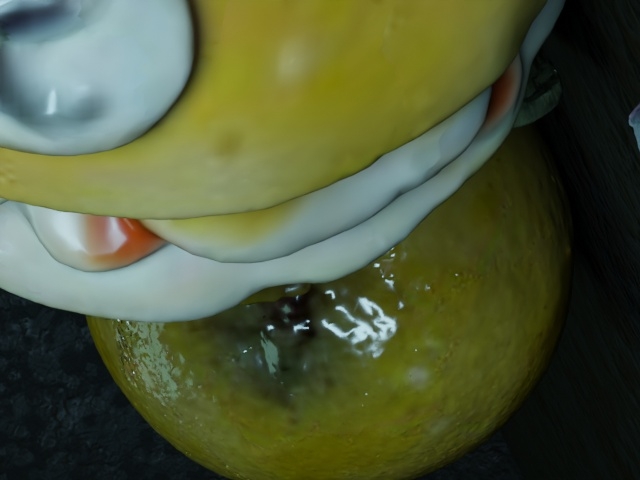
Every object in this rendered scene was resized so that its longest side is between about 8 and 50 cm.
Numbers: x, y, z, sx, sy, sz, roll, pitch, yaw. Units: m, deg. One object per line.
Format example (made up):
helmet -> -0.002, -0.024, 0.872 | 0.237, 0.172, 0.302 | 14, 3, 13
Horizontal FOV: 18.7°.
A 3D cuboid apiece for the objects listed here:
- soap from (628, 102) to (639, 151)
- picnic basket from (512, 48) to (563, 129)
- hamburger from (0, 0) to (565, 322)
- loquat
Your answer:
soap -> 0.119, 0.006, 0.395 | 0.100, 0.056, 0.149 | 61, 180, -7
picnic basket -> -0.005, -0.128, 0.769 | 0.134, 0.154, 0.196 | -130, 17, -73
hamburger -> -0.046, -0.120, 0.540 | 0.276, 0.276, 0.237 | 64, 169, 8
loquat -> 0.000, 0.000, 0.999 | 0.263, 0.263, 0.263 | 64, 180, 1
